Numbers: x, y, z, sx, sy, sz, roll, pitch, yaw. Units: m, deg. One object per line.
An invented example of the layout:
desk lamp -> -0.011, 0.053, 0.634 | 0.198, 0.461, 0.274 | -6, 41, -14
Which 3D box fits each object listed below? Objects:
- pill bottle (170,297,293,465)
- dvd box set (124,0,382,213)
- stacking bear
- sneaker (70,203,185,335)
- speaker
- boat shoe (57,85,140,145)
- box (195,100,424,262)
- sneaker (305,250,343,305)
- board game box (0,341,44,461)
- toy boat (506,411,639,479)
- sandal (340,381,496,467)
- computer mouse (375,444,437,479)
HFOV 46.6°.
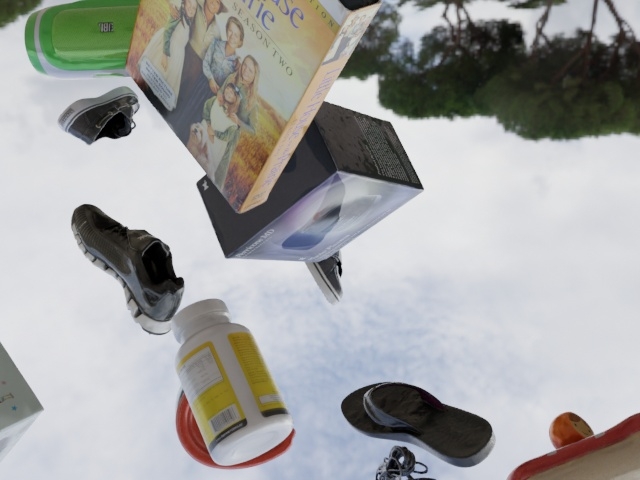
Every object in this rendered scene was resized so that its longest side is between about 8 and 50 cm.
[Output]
pill bottle -> -0.113, 0.165, 0.892 | 0.103, 0.103, 0.184 | -18, -119, -20
dvd box set -> -0.118, -0.262, 0.970 | 0.062, 0.420, 0.307 | -31, -102, -35
stacking bear -> -0.160, 0.270, 1.248 | 0.164, 0.175, 0.289 | -26, -178, -9
sneaker -> -0.265, 0.016, 1.051 | 0.234, 0.106, 0.078 | 49, -148, 19
speaker -> -0.339, -0.341, 1.263 | 0.297, 0.131, 0.131 | 0, -149, 10
boat shoe -> -0.352, -0.204, 1.252 | 0.076, 0.080, 0.228 | 42, -163, -3
box -> -0.019, -0.100, 1.412 | 0.294, 0.296, 0.182 | 6, -125, -52
sneaker -> 0.000, 0.000, 1.838 | 0.127, 0.126, 0.321 | -28, -113, 0
board game box -> -0.426, 0.222, 0.636 | 0.097, 0.224, 0.303 | 51, -146, 12
toy boat -> 0.341, 0.282, 0.952 | 0.231, 0.151, 0.151 | -25, -146, 11
sandal -> 0.220, 0.409, 1.796 | 0.446, 0.107, 0.167 | 6, -140, 47
computer mouse -> 0.208, 0.505, 1.357 | 0.272, 0.188, 0.072 | 40, -120, 14
